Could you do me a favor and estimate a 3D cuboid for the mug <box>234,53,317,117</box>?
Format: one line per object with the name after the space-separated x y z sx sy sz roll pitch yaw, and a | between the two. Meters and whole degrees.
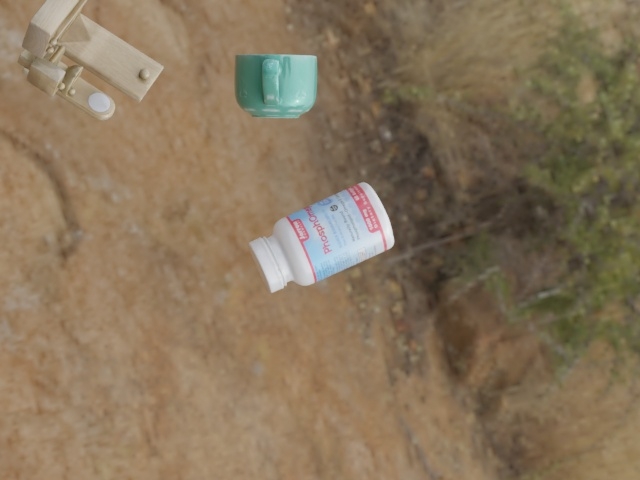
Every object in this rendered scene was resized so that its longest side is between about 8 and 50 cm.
-0.078 -0.239 2.193 0.157 0.129 0.097 -8 101 -54 | mug

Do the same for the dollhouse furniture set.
-0.233 -0.205 1.496 0.123 0.151 0.144 33 58 -6 | dollhouse furniture set

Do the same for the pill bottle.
0.000 0.000 1.676 0.087 0.160 0.087 155 -90 -83 | pill bottle
